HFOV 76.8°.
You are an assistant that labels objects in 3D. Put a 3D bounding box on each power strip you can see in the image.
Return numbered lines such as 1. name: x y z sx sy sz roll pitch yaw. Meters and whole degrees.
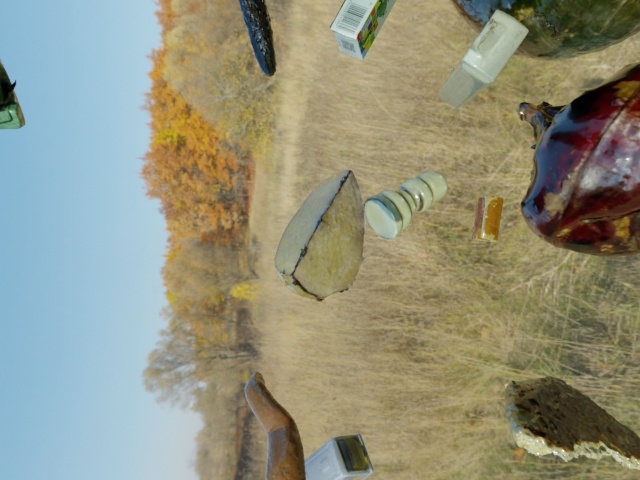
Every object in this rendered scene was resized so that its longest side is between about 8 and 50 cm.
1. power strip: 0.224 -0.250 0.586 0.078 0.052 0.272 -56 -1 14

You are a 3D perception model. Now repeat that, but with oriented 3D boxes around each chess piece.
1. chess piece: 0.251 -0.118 1.128 0.133 0.243 0.133 46 157 27

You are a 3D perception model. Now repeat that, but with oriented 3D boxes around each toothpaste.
1. toothpaste: 0.066 -0.278 0.431 0.164 0.034 0.046 -61 -17 0

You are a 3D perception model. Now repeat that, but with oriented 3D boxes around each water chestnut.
1. water chestnut: 0.493 -0.151 0.720 0.347 0.335 0.335 40 136 26

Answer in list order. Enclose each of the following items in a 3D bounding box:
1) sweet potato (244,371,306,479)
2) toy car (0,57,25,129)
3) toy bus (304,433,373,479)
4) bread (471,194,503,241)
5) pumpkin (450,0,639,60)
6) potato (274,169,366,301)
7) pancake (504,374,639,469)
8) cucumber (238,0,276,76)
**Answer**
1. sweet potato: -0.036 0.186 0.361 0.179 0.044 0.044 -118 34 -46
2. toy car: -0.377 -0.236 0.335 0.321 0.141 0.097 99 151 -47
3. toy bus: -0.004 0.354 0.588 0.190 0.075 0.064 -49 44 26
4. bread: 0.304 -0.039 0.732 0.036 0.046 0.083 105 175 -85
5. pumpkin: 0.382 -0.516 0.606 0.454 0.343 0.455 50 152 39
6. potato: 0.000 0.000 0.545 0.089 0.100 0.172 -3 55 48
7. pancake: 0.403 0.300 0.626 0.266 0.244 0.057 -20 -44 -64
8. cucumber: -0.175 -0.610 1.120 0.303 0.072 0.081 75 -162 -46
